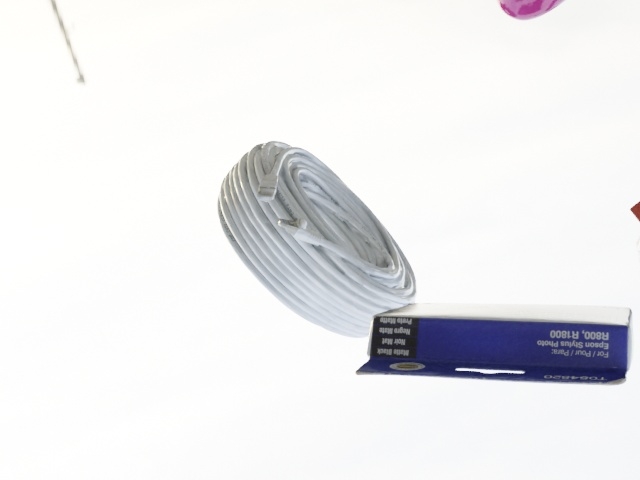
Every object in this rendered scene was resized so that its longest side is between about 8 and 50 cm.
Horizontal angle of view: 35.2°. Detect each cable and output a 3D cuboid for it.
[{"bbox_3d":[0.000,0.000,1.129,0.089,0.257,0.257,-43,-158,17],"label":"cable"}]

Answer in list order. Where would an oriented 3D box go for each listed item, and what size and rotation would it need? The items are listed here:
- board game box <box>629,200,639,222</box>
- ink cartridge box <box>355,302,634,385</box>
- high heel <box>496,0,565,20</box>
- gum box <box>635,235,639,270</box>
[{"bbox_3d":[0.424,0.086,1.042,0.027,0.145,0.281,-37,-119,14],"label":"board game box"},{"bbox_3d":[0.163,0.086,0.900,0.223,0.045,0.224,0,-178,17],"label":"ink cartridge box"},{"bbox_3d":[0.224,-0.337,0.774,0.127,0.377,0.181,23,-155,5],"label":"high heel"},{"bbox_3d":[0.536,0.023,1.537,0.041,0.157,0.184,11,-132,-2],"label":"gum box"}]
